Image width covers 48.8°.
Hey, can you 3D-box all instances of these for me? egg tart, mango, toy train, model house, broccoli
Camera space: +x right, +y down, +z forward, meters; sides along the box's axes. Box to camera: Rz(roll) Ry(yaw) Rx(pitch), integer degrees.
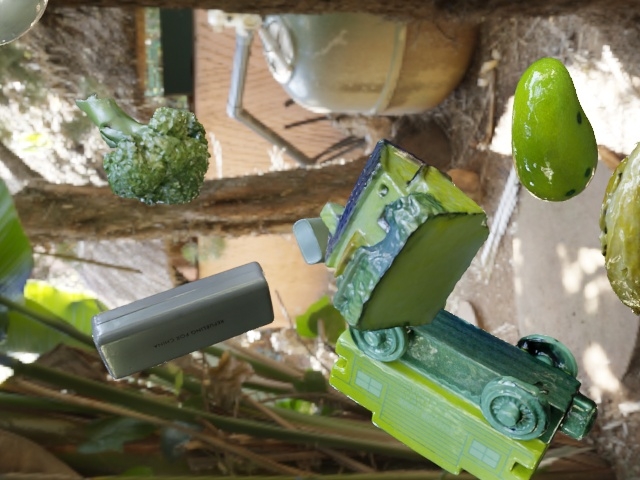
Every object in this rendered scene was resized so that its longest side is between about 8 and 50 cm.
[{"bbox_3d":[0.467,-0.042,0.927,0.116,0.294,0.295,-147,55,-62],"label":"egg tart"},{"bbox_3d":[0.426,-0.193,1.297,0.143,0.175,0.293,17,146,41],"label":"mango"},{"bbox_3d":[0.209,0.229,1.149,0.442,0.179,0.272,28,130,24],"label":"toy train"},{"bbox_3d":[0.079,-0.021,0.928,0.211,0.170,0.194,52,129,36],"label":"model house"},{"bbox_3d":[-0.334,-0.216,1.447,0.186,0.254,0.302,-49,53,41],"label":"broccoli"}]

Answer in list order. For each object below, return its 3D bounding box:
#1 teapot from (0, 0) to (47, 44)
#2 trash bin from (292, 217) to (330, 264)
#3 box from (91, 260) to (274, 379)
[{"bbox_3d":[-0.557,-0.412,1.131,0.139,0.298,0.204,95,172,-74],"label":"teapot"},{"bbox_3d":[0.000,0.000,1.756,0.059,0.130,0.116,-29,78,29],"label":"trash bin"},{"bbox_3d":[-0.187,0.111,0.984,0.103,0.243,0.055,84,162,-45],"label":"box"}]
